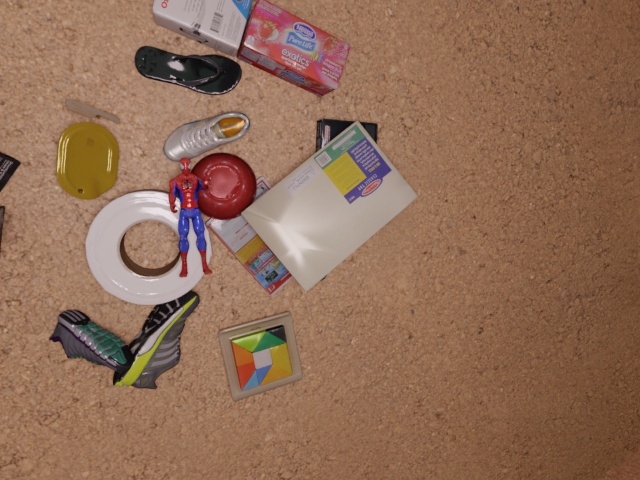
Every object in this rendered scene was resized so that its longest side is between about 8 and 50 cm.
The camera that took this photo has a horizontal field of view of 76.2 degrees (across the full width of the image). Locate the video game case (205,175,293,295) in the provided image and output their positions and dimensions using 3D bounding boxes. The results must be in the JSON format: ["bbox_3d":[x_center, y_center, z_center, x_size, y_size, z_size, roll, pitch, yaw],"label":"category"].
[{"bbox_3d":[-0.154,-0.009,1.161,0.204,0.025,0.285,-42,110,-9],"label":"video game case"}]

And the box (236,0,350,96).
[{"bbox_3d":[-0.070,-0.485,1.049,0.257,0.128,0.123,18,94,-21],"label":"box"}]

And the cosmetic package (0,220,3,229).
[{"bbox_3d":[-0.733,0.055,0.784,0.127,0.107,0.238,23,88,-22],"label":"cosmetic package"}]

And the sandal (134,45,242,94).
[{"bbox_3d":[-0.321,-0.418,1.010,0.254,0.054,0.097,-1,100,-19],"label":"sandal"}]

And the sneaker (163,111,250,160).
[{"bbox_3d":[-0.287,-0.269,1.030,0.228,0.092,0.087,-28,110,-12],"label":"sneaker"}]

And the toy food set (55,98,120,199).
[{"bbox_3d":[-0.554,-0.209,0.965,0.128,0.071,0.218,3,101,-44],"label":"toy food set"}]

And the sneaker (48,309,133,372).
[{"bbox_3d":[-0.566,0.270,1.012,0.223,0.083,0.098,35,99,11],"label":"sneaker"}]

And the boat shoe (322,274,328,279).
[{"bbox_3d":[0.000,0.000,1.178,0.079,0.084,0.233,7,87,-62],"label":"boat shoe"}]

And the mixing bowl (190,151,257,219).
[{"bbox_3d":[-0.251,-0.144,1.046,0.181,0.098,0.181,0,91,-12],"label":"mixing bowl"}]

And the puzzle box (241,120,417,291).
[{"bbox_3d":[0.029,-0.094,1.108,0.409,0.052,0.272,-39,93,-7],"label":"puzzle box"}]

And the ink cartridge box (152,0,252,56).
[{"bbox_3d":[-0.280,-0.562,0.982,0.203,0.086,0.148,16,93,-21],"label":"ink cartridge box"}]

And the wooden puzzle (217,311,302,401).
[{"bbox_3d":[-0.171,0.347,1.209,0.221,0.044,0.239,-13,104,-18],"label":"wooden puzzle"}]

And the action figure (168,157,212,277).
[{"bbox_3d":[-0.297,-0.051,0.940,0.091,0.139,0.280,-7,98,-20],"label":"action figure"}]

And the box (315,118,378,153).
[{"bbox_3d":[0.073,-0.233,1.187,0.175,0.051,0.220,0,100,-19],"label":"box"}]

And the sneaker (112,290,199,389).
[{"bbox_3d":[-0.415,0.265,1.088,0.121,0.111,0.300,40,87,-38],"label":"sneaker"}]

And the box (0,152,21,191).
[{"bbox_3d":[-0.741,-0.150,0.861,0.029,0.162,0.116,33,87,15],"label":"box"}]

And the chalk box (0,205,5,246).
[{"bbox_3d":[-0.790,0.024,0.881,0.132,0.132,0.213,8,96,-21],"label":"chalk box"}]

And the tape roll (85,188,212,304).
[{"bbox_3d":[-0.423,0.013,1.029,0.286,0.100,0.286,-3,100,-19],"label":"tape roll"}]
